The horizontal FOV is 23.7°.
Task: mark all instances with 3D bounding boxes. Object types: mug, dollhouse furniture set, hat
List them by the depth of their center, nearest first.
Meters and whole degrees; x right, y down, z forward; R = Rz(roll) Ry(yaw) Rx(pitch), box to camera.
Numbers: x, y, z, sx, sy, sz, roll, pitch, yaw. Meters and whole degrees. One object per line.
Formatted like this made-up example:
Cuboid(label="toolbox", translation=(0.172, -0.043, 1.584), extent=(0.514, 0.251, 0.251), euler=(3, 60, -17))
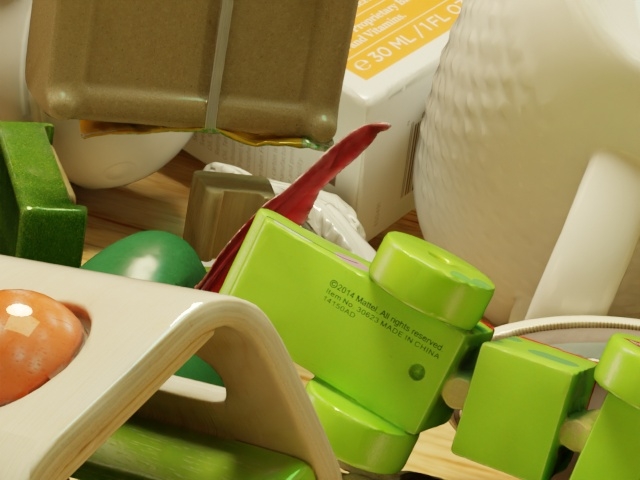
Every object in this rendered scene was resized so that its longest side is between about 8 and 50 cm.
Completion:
Cuboid(label="hat", translation=(-0.098, 0.007, 0.880), extent=(0.173, 0.183, 0.208), euler=(20, 19, 23))
Cuboid(label="dollhouse furniture set", translation=(-0.102, -0.099, 1.007), extent=(0.198, 0.301, 0.151), euler=(4, 22, -19))
Cuboid(label="mug", translation=(0.198, -0.058, 1.020), extent=(0.276, 0.374, 0.328), euler=(21, -21, 5))

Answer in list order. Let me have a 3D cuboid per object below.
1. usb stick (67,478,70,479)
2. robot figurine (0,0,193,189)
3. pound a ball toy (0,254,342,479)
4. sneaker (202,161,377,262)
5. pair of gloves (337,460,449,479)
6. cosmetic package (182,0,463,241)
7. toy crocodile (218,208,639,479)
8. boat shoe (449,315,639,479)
Cuboid(label="usb stick", translation=(-0.116, 0.156, 0.609), extent=(0.077, 0.045, 0.278), euler=(-33, 28, -6))
Cuboid(label="robot figurine", translation=(-0.232, -0.150, 1.174), extent=(0.354, 0.199, 0.300), euler=(10, -28, 17))
Cuboid(label="pound a ball toy", translation=(-0.150, 0.091, 0.553), extent=(0.319, 0.135, 0.208), euler=(8, 42, 45))
Cuboid(label="sneaker", translation=(0.000, 0.000, 1.134), extent=(0.115, 0.090, 0.232), euler=(4, 20, -35))
Cuboid(label="pair of gloves", translation=(0.085, 0.177, 0.720), extent=(0.204, 0.042, 0.240), euler=(14, 19, 5))
Cuboid(label="cosmetic package", translation=(-0.066, -0.202, 1.349), extent=(0.453, 0.161, 0.230), euler=(32, 47, 27))
Cuboid(label="toy crocodile", translation=(0.098, 0.082, 0.788), extent=(0.341, 0.115, 0.105), euler=(25, 9, 19))
Cuboid(label="boat shoe", translation=(0.227, 0.128, 0.854), extent=(0.324, 0.116, 0.096), euler=(18, 15, -2))
